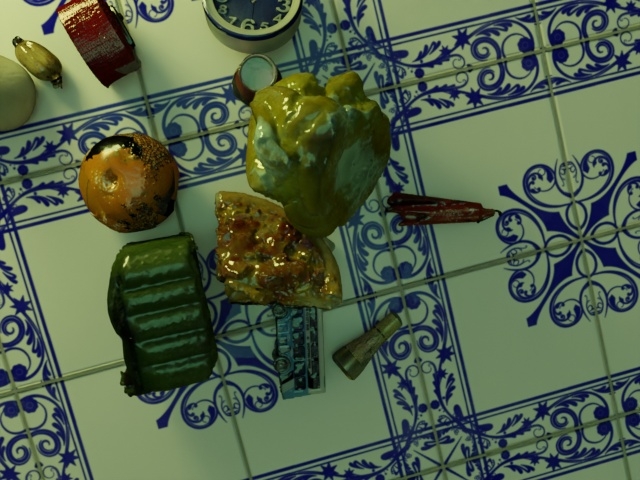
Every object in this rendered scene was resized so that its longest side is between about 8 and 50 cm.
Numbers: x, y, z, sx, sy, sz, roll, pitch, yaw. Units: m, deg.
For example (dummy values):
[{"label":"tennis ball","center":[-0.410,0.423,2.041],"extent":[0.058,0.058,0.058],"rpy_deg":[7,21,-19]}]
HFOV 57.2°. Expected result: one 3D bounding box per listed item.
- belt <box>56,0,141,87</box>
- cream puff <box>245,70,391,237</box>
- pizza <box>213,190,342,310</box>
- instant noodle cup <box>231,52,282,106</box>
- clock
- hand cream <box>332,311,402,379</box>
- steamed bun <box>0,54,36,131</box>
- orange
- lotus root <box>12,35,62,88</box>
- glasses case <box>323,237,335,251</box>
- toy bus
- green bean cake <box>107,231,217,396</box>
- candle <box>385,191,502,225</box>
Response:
[{"label":"belt","center":[-0.495,-0.464,1.342],"extent":[0.124,0.128,0.201],"rpy_deg":[-29,96,-1]},{"label":"cream puff","center":[-0.025,-0.218,1.330],"extent":[0.275,0.378,0.379],"rpy_deg":[26,93,31]},{"label":"pizza","center":[-0.125,0.030,1.365],"extent":[0.277,0.114,0.409],"rpy_deg":[-34,65,-29]},{"label":"instant noodle cup","center":[-0.147,-0.381,1.376],"extent":[0.127,0.135,0.127],"rpy_deg":[-1,95,-6]},{"label":"clock","center":[-0.155,-0.548,1.358],"extent":[0.230,0.083,0.231],"rpy_deg":[1,74,-2]},{"label":"hand cream","center":[0.125,0.258,1.492],"extent":[0.203,0.084,0.084],"rpy_deg":[-43,97,-8]},{"label":"steamed bun","center":[-0.773,-0.341,1.327],"extent":[0.227,0.131,0.177],"rpy_deg":[14,96,-8]},{"label":"orange","center":[-0.442,-0.133,1.357],"extent":[0.234,0.182,0.235],"rpy_deg":[1,100,7]},{"label":"lotus root","center":[-0.650,-0.412,1.365],"extent":[0.152,0.063,0.072],"rpy_deg":[47,49,-2]},{"label":"glasses case","center":[0.000,0.000,1.479],"extent":[0.083,0.021,0.032],"rpy_deg":[37,90,-7]},{"label":"toy bus","center":[-0.057,0.233,1.456],"extent":[0.130,0.106,0.298],"rpy_deg":[-2,97,-7]},{"label":"green bean cake","center":[-0.357,0.151,1.316],"extent":[0.217,0.335,0.320],"rpy_deg":[-11,93,-14]},{"label":"candle","center":[0.311,-0.078,1.483],"extent":[0.301,0.059,0.084],"rpy_deg":[1,104,-6]}]
